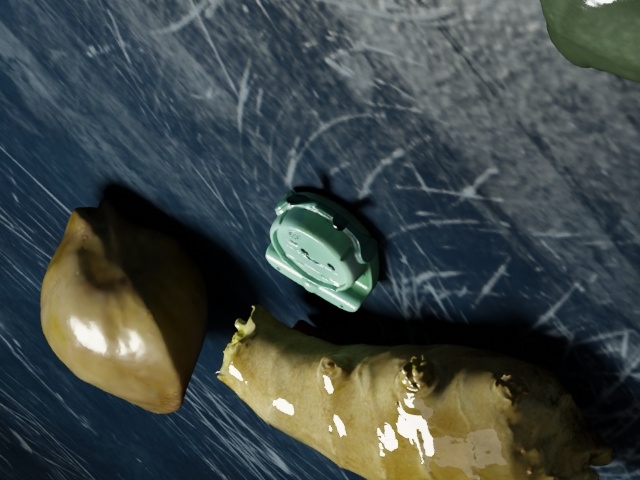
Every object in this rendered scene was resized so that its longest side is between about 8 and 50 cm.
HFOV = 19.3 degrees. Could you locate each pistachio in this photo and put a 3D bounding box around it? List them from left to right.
[{"bbox_3d":[-0.195,0.085,1.886,0.260,0.163,0.213,102,147,-66],"label":"pistachio"}]

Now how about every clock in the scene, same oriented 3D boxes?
[{"bbox_3d":[0.000,0.000,1.604,0.101,0.041,0.135,30,155,16],"label":"clock"}]

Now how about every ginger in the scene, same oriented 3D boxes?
[{"bbox_3d":[0.088,0.154,1.673,0.236,0.166,0.375,30,176,-38],"label":"ginger"}]

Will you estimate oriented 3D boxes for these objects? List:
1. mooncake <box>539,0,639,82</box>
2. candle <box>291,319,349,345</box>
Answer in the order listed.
[{"bbox_3d":[0.206,-0.131,1.014,0.175,0.104,0.168,39,153,-8],"label":"mooncake"},{"bbox_3d":[0.086,0.171,1.772,0.301,0.059,0.084,31,164,15],"label":"candle"}]
